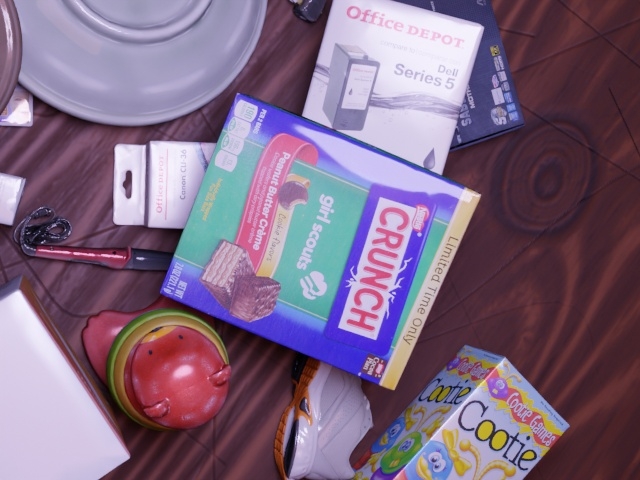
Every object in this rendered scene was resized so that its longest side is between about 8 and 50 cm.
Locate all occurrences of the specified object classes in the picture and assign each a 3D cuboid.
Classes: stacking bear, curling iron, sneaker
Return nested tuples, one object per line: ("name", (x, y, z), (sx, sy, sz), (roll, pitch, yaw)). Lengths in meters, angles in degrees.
("stacking bear", (-0.183, 0.156, 1.310), (0.175, 0.289, 0.164), (-20, 96, -14))
("curling iron", (-0.263, 0.010, 1.418), (0.273, 0.035, 0.068), (12, 88, -14))
("sneaker", (0.024, 0.206, 1.475), (0.121, 0.099, 0.263), (13, 95, -22))

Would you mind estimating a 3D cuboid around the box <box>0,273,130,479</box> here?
("box", (-0.357, 0.176, 1.237), (0.168, 0.345, 0.215), (-33, 99, -12))

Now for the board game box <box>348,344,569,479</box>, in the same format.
("board game box", (0.180, 0.297, 1.483), (0.144, 0.142, 0.275), (46, 80, -11))

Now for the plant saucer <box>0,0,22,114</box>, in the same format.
("plant saucer", (-0.496, -0.241, 1.296), (0.277, 0.041, 0.278), (2, 101, 9))

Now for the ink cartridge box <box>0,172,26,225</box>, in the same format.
("ink cartridge box", (-0.446, -0.062, 1.331), (0.150, 0.109, 0.063), (13, 87, -14))

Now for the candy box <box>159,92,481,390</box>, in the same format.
("candy box", (0.000, 0.000, 1.331), (0.317, 0.122, 0.268), (22, 99, 0))

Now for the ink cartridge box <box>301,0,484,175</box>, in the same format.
("ink cartridge box", (0.082, -0.175, 1.415), (0.198, 0.115, 0.273), (15, 100, 3))

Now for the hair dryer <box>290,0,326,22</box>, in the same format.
("hair dryer", (0.029, -0.436, 1.396), (0.293, 0.080, 0.223), (-47, 138, 1))

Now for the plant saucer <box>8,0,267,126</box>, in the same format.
("plant saucer", (-0.242, -0.348, 1.356), (0.400, 0.100, 0.401), (1, 88, -22))

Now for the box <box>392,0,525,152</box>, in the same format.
("box", (0.169, -0.243, 1.514), (0.183, 0.059, 0.233), (-18, 96, -12))

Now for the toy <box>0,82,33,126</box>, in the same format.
("toy", (-0.433, -0.266, 1.359), (0.136, 0.056, 0.237), (0, 91, -16))

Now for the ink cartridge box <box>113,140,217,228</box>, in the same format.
("ink cartridge box", (-0.172, -0.072, 1.424), (0.198, 0.067, 0.115), (1, 92, -14))
